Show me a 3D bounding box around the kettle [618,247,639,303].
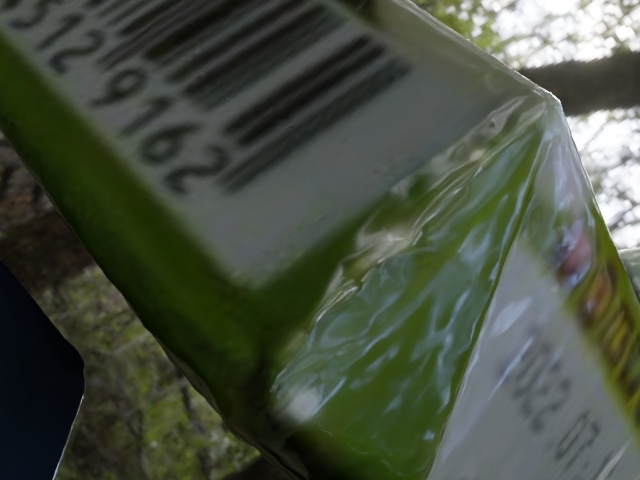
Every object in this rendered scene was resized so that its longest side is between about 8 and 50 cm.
[{"bbox_3d":[0.368,0.122,0.858,0.361,0.376,0.250,86,-1,-66],"label":"kettle"}]

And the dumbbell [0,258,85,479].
[{"bbox_3d":[-0.207,0.095,0.498,0.156,0.143,0.316,52,-33,-3],"label":"dumbbell"}]

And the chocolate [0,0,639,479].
[{"bbox_3d":[0.000,0.000,0.519,0.301,0.137,0.289,46,-5,41],"label":"chocolate"}]
